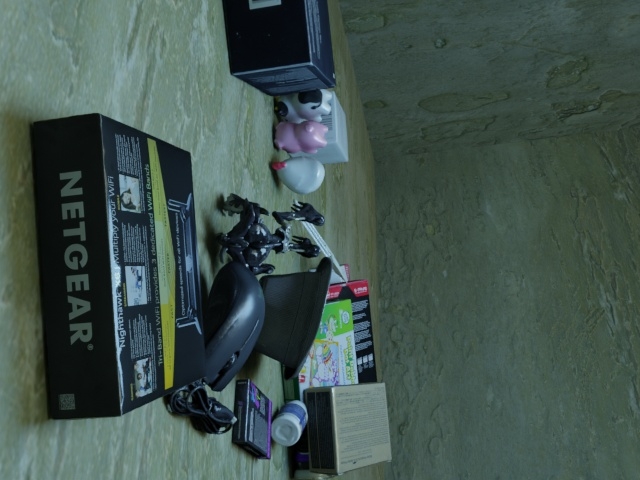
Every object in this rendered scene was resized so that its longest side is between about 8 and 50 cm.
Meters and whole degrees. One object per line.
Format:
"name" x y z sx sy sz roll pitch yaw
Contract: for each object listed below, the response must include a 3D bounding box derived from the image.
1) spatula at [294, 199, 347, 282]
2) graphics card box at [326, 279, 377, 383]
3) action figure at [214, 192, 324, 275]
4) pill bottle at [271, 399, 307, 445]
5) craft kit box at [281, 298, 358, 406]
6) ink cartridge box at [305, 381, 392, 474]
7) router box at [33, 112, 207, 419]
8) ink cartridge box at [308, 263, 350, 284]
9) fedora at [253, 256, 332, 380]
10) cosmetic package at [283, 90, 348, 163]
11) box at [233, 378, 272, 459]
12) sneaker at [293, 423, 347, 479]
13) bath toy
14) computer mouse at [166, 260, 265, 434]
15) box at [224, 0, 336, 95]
"spatula" 0.000 0.000 1.821 0.242 0.019 0.168 56 8 -19
"graphics card box" 0.051 0.303 1.813 0.233 0.094 0.370 -6 89 -52
"action figure" -0.116 -0.004 1.226 0.276 0.141 0.164 -8 101 -53
"pill bottle" -0.065 0.397 1.451 0.120 0.067 0.067 -39 123 -77
"craft kit box" -0.001 0.281 1.629 0.247 0.061 0.249 -4 89 -56
"ink cartridge box" 0.069 0.440 1.571 0.235 0.088 0.193 13 70 -52
"router box" -0.221 0.030 0.774 0.243 0.081 0.308 15 70 -79
"ink cartridge box" 0.038 0.196 2.012 0.172 0.100 0.237 -6 90 -79
"fedora" -0.072 0.141 1.284 0.275 0.124 0.243 114 -10 -66
"cosmetic package" -0.013 -0.310 1.864 0.184 0.152 0.151 43 43 -73
"box" -0.127 0.343 1.259 0.162 0.029 0.116 69 18 -58
"sneaker" 0.005 0.518 1.667 0.293 0.102 0.146 50 35 -71
"bath toy" -0.060 -0.284 1.687 0.151 0.129 0.348 -29 -128 54
"computer mouse" -0.139 0.159 1.040 0.188 0.072 0.272 63 35 -56
"box" -0.090 -0.525 1.494 0.312 0.179 0.343 -18 102 -78
